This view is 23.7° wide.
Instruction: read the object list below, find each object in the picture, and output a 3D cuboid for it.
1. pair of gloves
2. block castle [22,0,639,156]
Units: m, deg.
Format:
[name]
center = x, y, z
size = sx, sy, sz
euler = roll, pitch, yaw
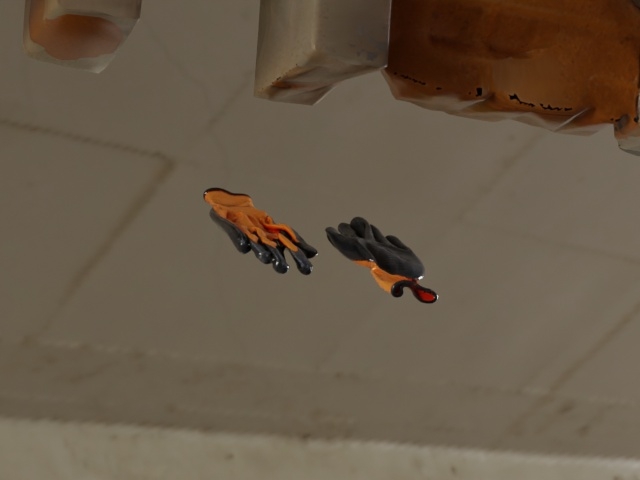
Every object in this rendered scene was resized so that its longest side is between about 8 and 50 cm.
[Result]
[pair of gloves]
center = 0.000, 0.000, 0.565
size = 0.083, 0.074, 0.010
euler = 13, -74, -21
[block castle]
center = 0.008, -0.174, 0.399
size = 0.453, 0.213, 0.303
euler = 7, -11, -21
